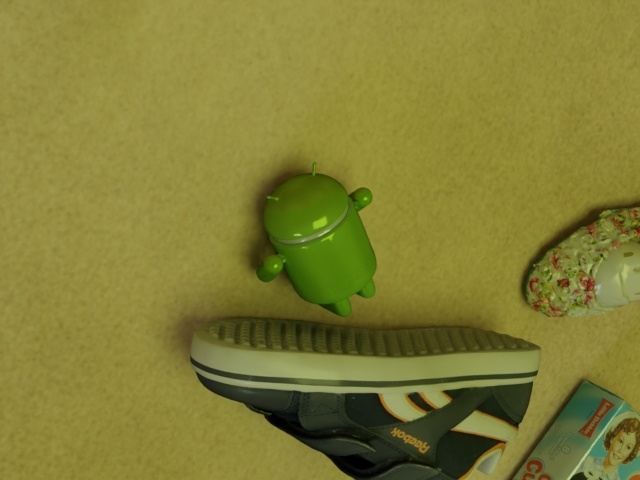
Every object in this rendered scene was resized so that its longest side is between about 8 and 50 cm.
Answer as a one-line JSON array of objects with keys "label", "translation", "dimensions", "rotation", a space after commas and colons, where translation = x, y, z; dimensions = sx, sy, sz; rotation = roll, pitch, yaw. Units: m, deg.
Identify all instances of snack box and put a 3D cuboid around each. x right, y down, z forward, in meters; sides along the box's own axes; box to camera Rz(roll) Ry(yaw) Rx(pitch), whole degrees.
[{"label": "snack box", "translation": [0.295, 0.290, 1.321], "dimensions": [0.322, 0.060, 0.187], "rotation": [41, 83, -36]}]

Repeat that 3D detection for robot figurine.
[{"label": "robot figurine", "translation": [0.000, 0.000, 1.015], "dimensions": [0.101, 0.067, 0.115], "rotation": [-37, 123, -18]}]

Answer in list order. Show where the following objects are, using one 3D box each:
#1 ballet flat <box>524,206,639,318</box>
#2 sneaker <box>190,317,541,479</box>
[{"label": "ballet flat", "translation": [0.291, 0.011, 1.204], "dimensions": [0.241, 0.077, 0.091], "rotation": [-22, 119, -24]}, {"label": "sneaker", "translation": [0.040, 0.131, 1.054], "dimensions": [0.321, 0.126, 0.127], "rotation": [6, 98, -36]}]
